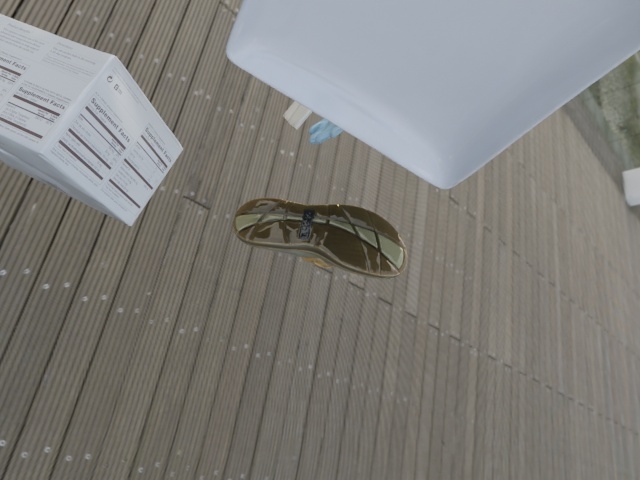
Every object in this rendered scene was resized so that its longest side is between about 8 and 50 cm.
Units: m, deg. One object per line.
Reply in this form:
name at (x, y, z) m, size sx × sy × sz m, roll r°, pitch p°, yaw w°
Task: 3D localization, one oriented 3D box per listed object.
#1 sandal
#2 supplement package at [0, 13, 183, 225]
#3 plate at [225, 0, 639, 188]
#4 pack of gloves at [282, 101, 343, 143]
sandal at (0.000, 0.000, 0.497) m, size 0.049 × 0.180 × 0.072 m, roll 86°, pitch 17°, yaw -59°
supplement package at (-0.364, -0.165, 0.658) m, size 0.145 × 0.261 × 0.204 m, roll -61°, pitch 163°, yaw -15°
plate at (0.083, -0.184, 0.404) m, size 0.277 × 0.278 × 0.045 m, roll 29°, pitch 58°, yaw -11°
pack of gloves at (0.056, -0.234, 0.710) m, size 0.046 × 0.232 × 0.195 m, roll 37°, pitch 11°, yaw -33°
